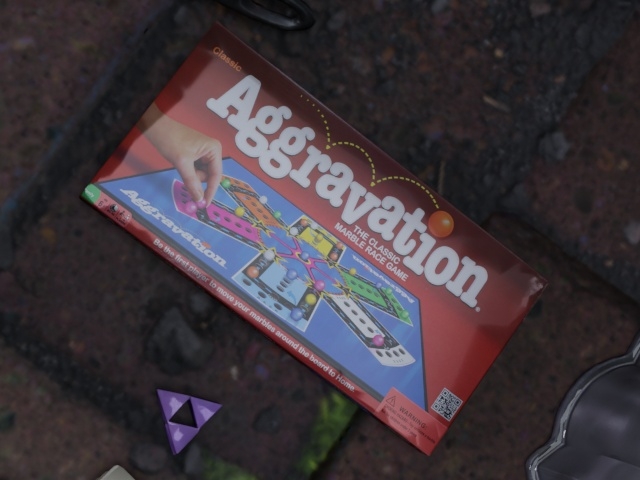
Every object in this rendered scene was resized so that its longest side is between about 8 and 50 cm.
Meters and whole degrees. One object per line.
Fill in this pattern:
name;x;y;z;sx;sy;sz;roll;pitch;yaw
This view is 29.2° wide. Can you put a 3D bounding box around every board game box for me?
board game box;0.000;0.000;0.805;0.281;0.027;0.145;37;80;-7

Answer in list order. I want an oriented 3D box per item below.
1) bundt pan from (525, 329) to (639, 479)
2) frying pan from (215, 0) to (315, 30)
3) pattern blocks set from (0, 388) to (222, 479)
bundt pan;0.302;0.207;0.804;0.331;0.124;0.330;1;86;-11
frying pan;-0.149;-0.230;0.731;0.326;0.197;0.053;3;44;-12
pattern blocks set;-0.137;0.248;0.764;0.285;0.026;0.324;31;82;-8
